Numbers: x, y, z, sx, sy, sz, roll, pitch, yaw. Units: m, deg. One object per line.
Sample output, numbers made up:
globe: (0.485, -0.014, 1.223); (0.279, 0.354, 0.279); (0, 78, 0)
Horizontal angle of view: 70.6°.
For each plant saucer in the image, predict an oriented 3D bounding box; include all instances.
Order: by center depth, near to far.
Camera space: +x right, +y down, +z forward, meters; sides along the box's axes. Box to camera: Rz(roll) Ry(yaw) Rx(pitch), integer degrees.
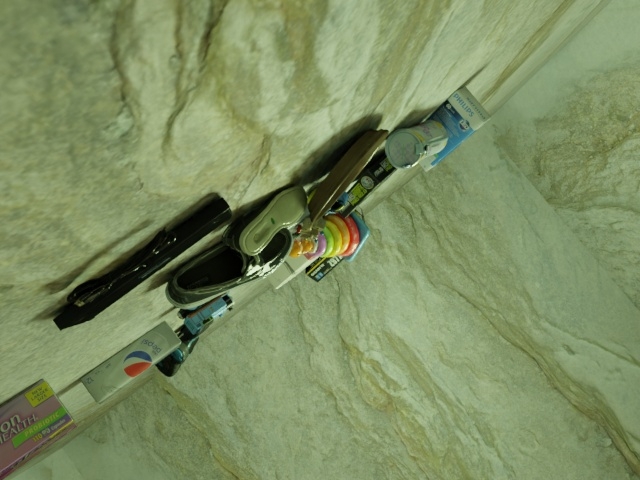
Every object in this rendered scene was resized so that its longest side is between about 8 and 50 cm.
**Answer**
plant saucer: (0.058, -0.158, 1.068); (0.278, 0.041, 0.278); (-49, 179, -1)

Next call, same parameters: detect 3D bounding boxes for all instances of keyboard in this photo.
keyboard: (-0.277, 0.033, 0.715); (0.317, 0.033, 0.201); (-38, -178, -8)

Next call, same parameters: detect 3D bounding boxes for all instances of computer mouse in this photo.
computer mouse: (-0.582, 0.398, 1.863); (0.262, 0.060, 0.184); (-26, -170, 46)

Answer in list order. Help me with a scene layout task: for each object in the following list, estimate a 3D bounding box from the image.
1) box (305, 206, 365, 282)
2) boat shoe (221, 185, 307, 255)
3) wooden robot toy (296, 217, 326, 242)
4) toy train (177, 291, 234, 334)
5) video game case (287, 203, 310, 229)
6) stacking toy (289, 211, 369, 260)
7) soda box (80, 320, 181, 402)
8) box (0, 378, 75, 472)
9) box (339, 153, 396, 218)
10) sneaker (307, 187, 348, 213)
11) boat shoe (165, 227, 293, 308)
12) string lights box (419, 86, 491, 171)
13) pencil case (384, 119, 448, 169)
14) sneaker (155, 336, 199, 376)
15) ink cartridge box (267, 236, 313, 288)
box: (0.064, 0.003, 2.024); (0.322, 0.079, 0.257); (-43, -155, 23)
boat shoe: (-0.114, -0.054, 0.978); (0.079, 0.083, 0.233); (8, -143, 38)
wooden robot toy: (-0.024, -0.052, 1.336); (0.173, 0.076, 0.078); (128, -21, -72)
toy train: (-0.348, 0.204, 1.399); (0.184, 0.105, 0.080); (-34, 174, -38)
video game case: (-0.080, -0.047, 1.448); (0.329, 0.036, 0.300); (-37, 175, -27)
stacking toy: (0.000, 0.000, 1.512); (0.302, 0.165, 0.175); (-20, 148, -43)
soda box: (-0.580, 0.376, 1.402); (0.286, 0.091, 0.098); (-36, 175, -30)
box: (-0.695, 0.446, 1.035); (0.214, 0.117, 0.243); (-35, 174, -34)
box: (0.182, -0.208, 1.515); (0.270, 0.060, 0.216); (-42, 179, -40)
sneaker: (0.041, -0.105, 1.287); (0.069, 0.082, 0.209); (-62, 160, 17)
boat shoe: (-0.187, 0.053, 1.035); (0.335, 0.121, 0.119); (-33, 178, -30)
string lights box: (0.410, -0.361, 1.490); (0.077, 0.133, 0.260); (-33, 174, -45)
pencil case: (0.295, -0.296, 1.366); (0.124, 0.113, 0.273); (-15, -170, 33)
sneaker: (-0.668, 0.532, 2.108); (0.341, 0.125, 0.139); (-37, -173, 42)
ink cartridge box: (-0.088, 0.056, 1.881); (0.283, 0.117, 0.207); (-40, 176, 29)
